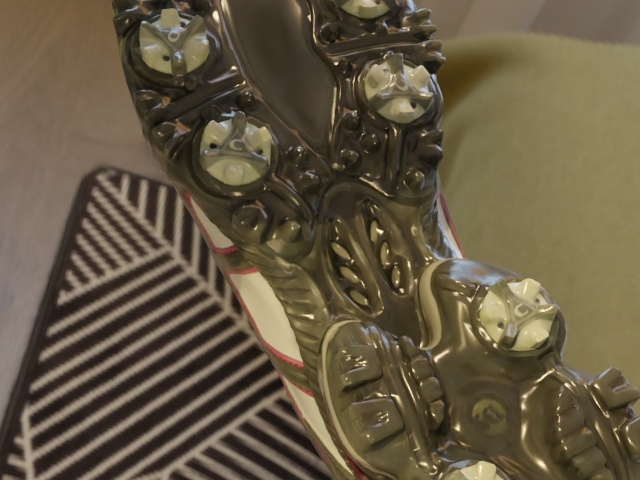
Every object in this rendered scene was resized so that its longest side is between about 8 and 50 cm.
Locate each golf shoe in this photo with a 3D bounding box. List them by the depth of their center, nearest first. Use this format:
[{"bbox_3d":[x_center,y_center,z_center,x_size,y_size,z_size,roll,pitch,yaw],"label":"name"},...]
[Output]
[{"bbox_3d":[0.000,0.000,0.456,0.105,0.120,0.273,-19,71,-19],"label":"golf shoe"}]
